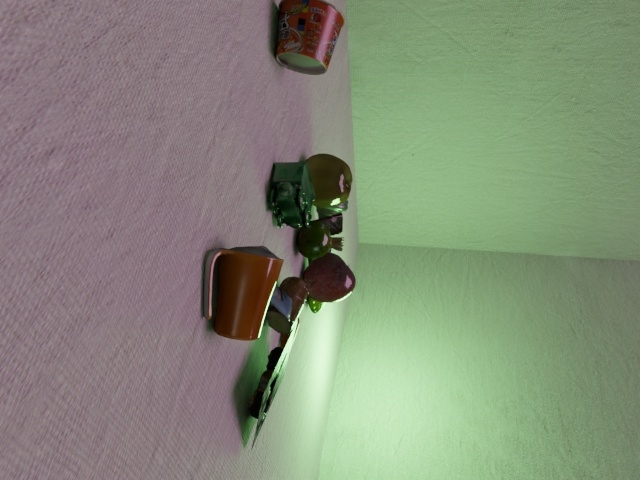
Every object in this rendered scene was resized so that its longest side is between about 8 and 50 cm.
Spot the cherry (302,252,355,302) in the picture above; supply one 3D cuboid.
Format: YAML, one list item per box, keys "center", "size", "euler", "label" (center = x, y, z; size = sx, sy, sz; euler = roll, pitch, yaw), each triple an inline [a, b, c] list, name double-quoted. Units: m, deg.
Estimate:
- center: [0.039, 0.199, 2.308]
  size: [0.308, 0.261, 0.221]
  euler: [-25, 155, -32]
  label: "cherry"

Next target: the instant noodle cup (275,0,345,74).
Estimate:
- center: [-0.050, -0.736, 1.650]
  size: [0.250, 0.251, 0.191]
  euler: [5, 98, -79]
  label: "instant noodle cup"

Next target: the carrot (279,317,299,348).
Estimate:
- center: [-0.152, 0.453, 1.956]
  size: [0.069, 0.069, 0.335]
  euler: [73, 30, -61]
  label: "carrot"

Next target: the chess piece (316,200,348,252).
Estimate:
- center: [0.028, -0.089, 2.397]
  size: [0.194, 0.195, 0.298]
  euler: [-22, 124, -77]
  label: "chess piece"

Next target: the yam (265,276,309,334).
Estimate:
- center: [-0.131, 0.251, 1.807]
  size: [0.129, 0.128, 0.238]
  euler: [-56, -174, 40]
  label: "yam"

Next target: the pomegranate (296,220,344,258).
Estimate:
- center: [0.000, 0.002, 2.127]
  size: [0.187, 0.226, 0.186]
  euler: [-173, -90, -87]
  label: "pomegranate"

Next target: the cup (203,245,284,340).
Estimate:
- center: [-0.228, 0.136, 1.259]
  size: [0.226, 0.183, 0.263]
  euler: [13, 86, -45]
  label: "cup"

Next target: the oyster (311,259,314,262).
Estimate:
- center: [-0.014, 0.129, 2.490]
  size: [0.132, 0.072, 0.208]
  euler: [-71, 163, -45]
  label: "oyster"

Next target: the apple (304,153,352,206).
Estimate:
- center: [0.023, -0.281, 2.150]
  size: [0.262, 0.263, 0.261]
  euler: [4, 90, -79]
  label: "apple"

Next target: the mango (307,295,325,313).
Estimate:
- center: [-0.022, 0.311, 2.446]
  size: [0.119, 0.100, 0.178]
  euler: [-12, 119, -38]
  label: "mango"

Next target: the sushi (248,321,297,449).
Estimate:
- center: [-0.193, 0.513, 1.644]
  size: [0.359, 0.064, 0.342]
  euler: [-62, 169, -55]
  label: "sushi"

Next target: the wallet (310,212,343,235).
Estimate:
- center: [0.015, -0.060, 2.274]
  size: [0.031, 0.233, 0.121]
  euler: [39, -41, 49]
  label: "wallet"

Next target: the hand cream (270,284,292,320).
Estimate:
- center: [-0.166, 0.191, 1.611]
  size: [0.271, 0.058, 0.091]
  euler: [53, 31, -45]
  label: "hand cream"

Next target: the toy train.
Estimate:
- center: [-0.107, -0.162, 1.747]
  size: [0.266, 0.145, 0.201]
  euler: [76, 18, -58]
  label: "toy train"
